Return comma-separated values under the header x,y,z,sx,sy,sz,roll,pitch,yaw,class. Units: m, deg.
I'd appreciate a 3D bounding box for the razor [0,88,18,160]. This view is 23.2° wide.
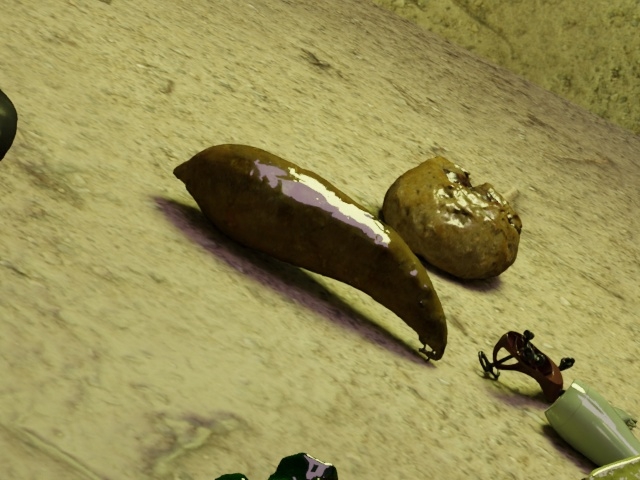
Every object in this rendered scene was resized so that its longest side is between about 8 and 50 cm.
x,y,z,sx,sy,sz,roll,pitch,yaw,class
-0.487,-0.151,1.677,0.204,0.113,0.349,41,22,17,razor

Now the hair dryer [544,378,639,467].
x,y,z,sx,sy,sz,roll,pitch,yaw,class
0.409,0.269,2.072,0.206,0.075,0.237,44,15,14,hair dryer

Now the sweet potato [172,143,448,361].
x,y,z,sx,sy,sz,roll,pitch,yaw,class
0.005,-0.003,2.007,0.423,0.130,0.130,32,20,-1,sweet potato

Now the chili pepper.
x,y,z,sx,sy,sz,roll,pitch,yaw,class
-0.047,0.250,1.425,0.099,0.083,0.253,29,15,22,chili pepper

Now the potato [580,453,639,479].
x,y,z,sx,sy,sz,roll,pitch,yaw,class
0.403,0.317,1.900,0.198,0.054,0.119,0,67,-19,potato

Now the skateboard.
x,y,z,sx,sy,sz,roll,pitch,yaw,class
0.276,0.169,2.080,0.151,0.080,0.067,38,38,-36,skateboard

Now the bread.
x,y,z,sx,sy,sz,roll,pitch,yaw,class
0.206,-0.037,2.382,0.230,0.123,0.230,25,22,-10,bread
